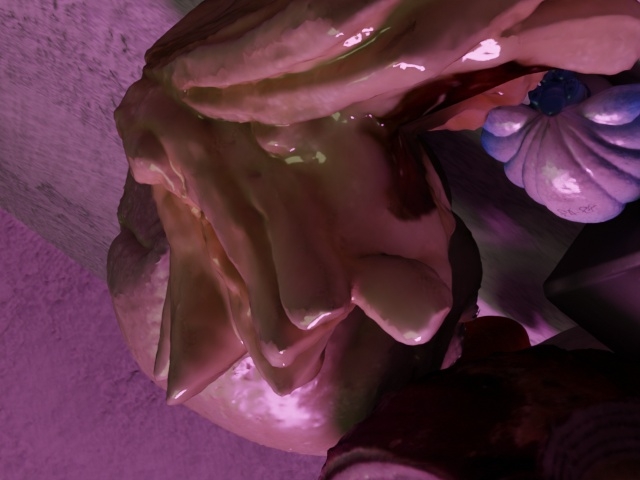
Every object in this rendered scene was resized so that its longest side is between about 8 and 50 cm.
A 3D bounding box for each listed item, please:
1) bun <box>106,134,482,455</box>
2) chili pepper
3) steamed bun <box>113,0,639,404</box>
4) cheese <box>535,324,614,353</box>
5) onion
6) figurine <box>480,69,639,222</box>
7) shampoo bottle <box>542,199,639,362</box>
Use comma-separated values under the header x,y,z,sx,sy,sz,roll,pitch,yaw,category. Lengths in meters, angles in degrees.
x,y,z,sx,sy,sz,roll,pitch,yaw,category
-0.013,-0.001,1.269,0.281,0.281,0.205,35,126,6,bun
0.124,0.098,1.464,0.272,0.063,0.071,-12,-100,-67,chili pepper
-0.001,-0.045,0.935,0.189,0.247,0.428,63,158,-9,steamed bun
0.197,0.157,1.373,0.154,0.198,0.189,67,-167,19,cheese
0.180,0.203,1.167,0.336,0.260,0.282,44,145,25,onion
0.145,-0.049,1.003,0.114,0.079,0.114,1,152,1,figurine
0.200,0.015,1.062,0.080,0.079,0.246,39,168,-4,shampoo bottle
